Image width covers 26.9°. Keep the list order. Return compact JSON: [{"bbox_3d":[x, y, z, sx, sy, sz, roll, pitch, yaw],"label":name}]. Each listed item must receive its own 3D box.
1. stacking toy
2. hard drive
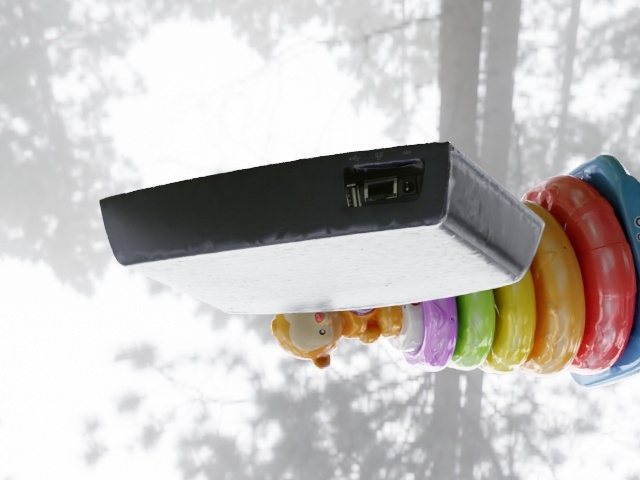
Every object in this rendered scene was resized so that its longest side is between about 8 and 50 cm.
[{"bbox_3d":[0.106,0.043,1.038,0.301,0.166,0.175,-8,-104,-18],"label":"stacking toy"},{"bbox_3d":[0.000,0.000,0.872,0.254,0.172,0.054,-8,-111,29],"label":"hard drive"}]
